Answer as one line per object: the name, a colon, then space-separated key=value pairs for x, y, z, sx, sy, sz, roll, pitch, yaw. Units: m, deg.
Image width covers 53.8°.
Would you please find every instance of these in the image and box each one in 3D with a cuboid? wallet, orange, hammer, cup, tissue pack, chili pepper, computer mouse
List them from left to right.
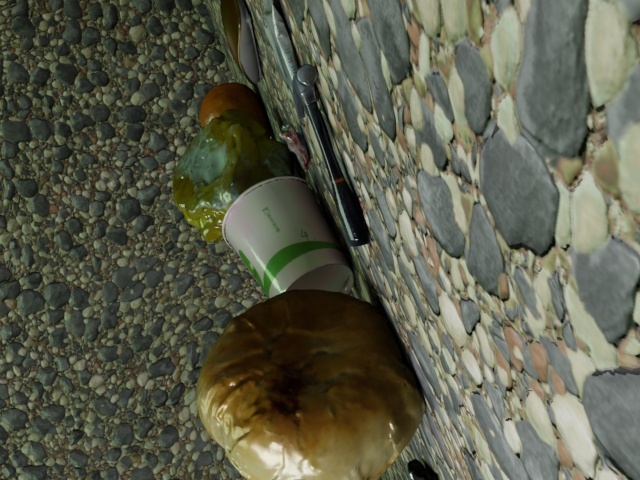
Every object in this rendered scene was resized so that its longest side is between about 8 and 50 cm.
orange: x=-0.299 y=-0.413 z=2.208 sx=0.284 sy=0.225 sz=0.284 roll=61 pitch=173 yaw=14
computer mouse: x=-0.213 y=-0.535 z=1.667 sx=0.310 sy=0.071 sz=0.158 roll=84 pitch=166 yaw=-74
tissue pack: x=-0.063 y=-0.330 z=1.109 sx=0.122 sy=0.026 sz=0.193 roll=-122 pitch=13 yaw=-69
cup: x=-0.062 y=0.027 z=1.444 sx=0.274 sy=0.253 sz=0.253 roll=56 pitch=168 yaw=35
chili pepper: x=-0.051 y=-0.210 z=1.386 sx=0.153 sy=0.041 sz=0.050 roll=52 pitch=-149 yaw=-49
hammer: x=0.016 y=-0.127 z=1.010 sx=0.137 sy=0.037 sz=0.290 roll=-166 pitch=56 yaw=-83
wallet: x=0.260 y=0.622 z=1.297 sx=0.170 sy=0.044 sz=0.321 roll=129 pitch=120 yaw=-82

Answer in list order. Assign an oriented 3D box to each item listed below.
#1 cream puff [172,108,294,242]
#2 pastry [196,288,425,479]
cream puff: x=-0.220 y=-0.154 z=1.764 sx=0.275 sy=0.378 sz=0.378 roll=27 pitch=-149 yaw=-48
pastry: x=-0.019 y=0.273 z=1.129 sx=0.410 sy=0.409 sz=0.245 roll=-116 pitch=18 yaw=-46
